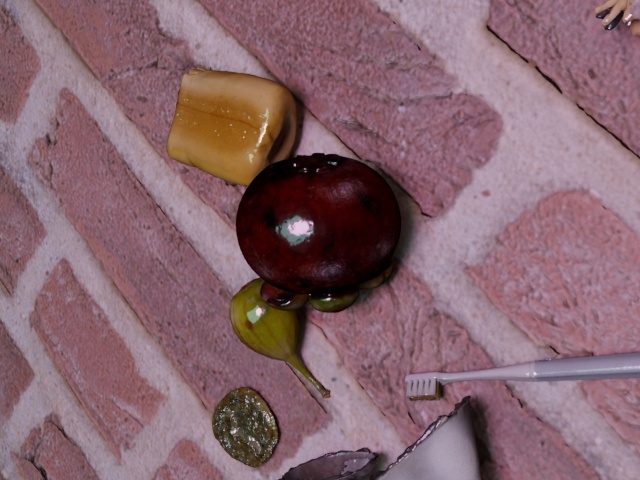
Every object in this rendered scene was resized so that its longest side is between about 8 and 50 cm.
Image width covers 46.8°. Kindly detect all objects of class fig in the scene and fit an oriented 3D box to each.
[{"bbox_3d":[-0.056,0.124,0.898,0.093,0.093,0.166,-22,81,31],"label":"fig"}]

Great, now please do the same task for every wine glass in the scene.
[{"bbox_3d":[0.029,0.341,0.839,0.122,0.122,0.183,-14,87,32],"label":"wine glass"},{"bbox_3d":[0.167,0.290,0.733,0.232,0.156,0.156,49,115,16],"label":"wine glass"}]

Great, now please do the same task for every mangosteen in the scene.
[{"bbox_3d":[0.000,0.000,0.821,0.199,0.200,0.200,1,92,32],"label":"mangosteen"}]

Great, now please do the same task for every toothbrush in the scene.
[{"bbox_3d":[0.238,0.134,0.745,0.342,0.025,0.030,-13,50,31],"label":"toothbrush"}]

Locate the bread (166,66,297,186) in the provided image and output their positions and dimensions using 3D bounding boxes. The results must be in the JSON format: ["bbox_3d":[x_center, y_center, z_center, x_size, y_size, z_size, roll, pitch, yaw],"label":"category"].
[{"bbox_3d":[-0.106,-0.142,0.922,0.173,0.085,0.134,23,100,31],"label":"bread"}]

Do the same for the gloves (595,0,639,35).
[{"bbox_3d":[0.324,-0.223,0.640,0.144,0.110,0.094,9,89,3],"label":"gloves"}]

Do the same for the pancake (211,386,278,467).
[{"bbox_3d":[-0.099,0.246,0.970,0.108,0.017,0.108,4,97,33],"label":"pancake"}]
